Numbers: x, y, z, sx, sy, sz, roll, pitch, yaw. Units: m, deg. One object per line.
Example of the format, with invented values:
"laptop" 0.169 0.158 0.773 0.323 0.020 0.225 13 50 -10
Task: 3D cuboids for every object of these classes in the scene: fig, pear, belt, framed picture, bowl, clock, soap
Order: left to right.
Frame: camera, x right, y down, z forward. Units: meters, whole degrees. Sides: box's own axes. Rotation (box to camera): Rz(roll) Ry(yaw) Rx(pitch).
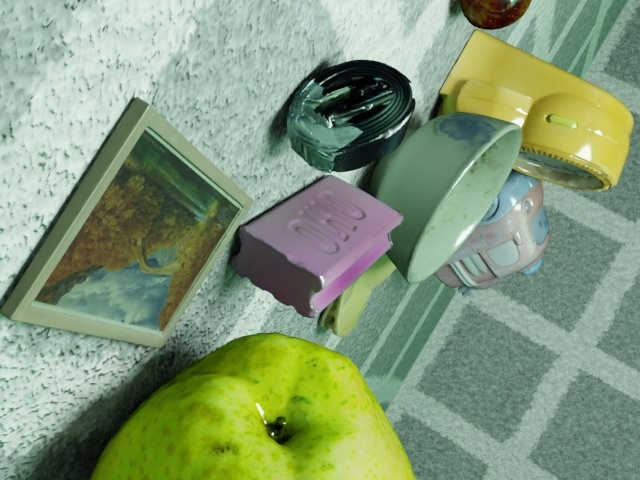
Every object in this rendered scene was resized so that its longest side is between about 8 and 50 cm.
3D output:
"framed picture" -0.147 0.004 0.610 0.184 0.016 0.250 -58 162 -6
"pear" -0.067 0.282 0.733 0.391 0.390 0.391 -51 160 -26
"soap" 0.000 0.000 0.831 0.203 0.122 0.066 -37 152 -52
"belt" 0.031 -0.130 0.725 0.140 0.105 0.058 -28 159 -11
"bowl" 0.171 -0.088 1.095 0.289 0.146 0.289 -44 158 -23
"fig" 0.259 -0.359 0.999 0.154 0.103 0.109 -31 170 -42
"clock" 0.373 -0.202 1.215 0.201 0.316 0.244 -67 161 3

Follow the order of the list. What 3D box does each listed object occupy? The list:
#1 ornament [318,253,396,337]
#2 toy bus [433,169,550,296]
"ornament" 0.064 0.073 1.229 0.201 0.059 0.180 -57 159 -2
"toy bus" 0.333 -0.018 1.428 0.294 0.232 0.197 -26 -172 36
